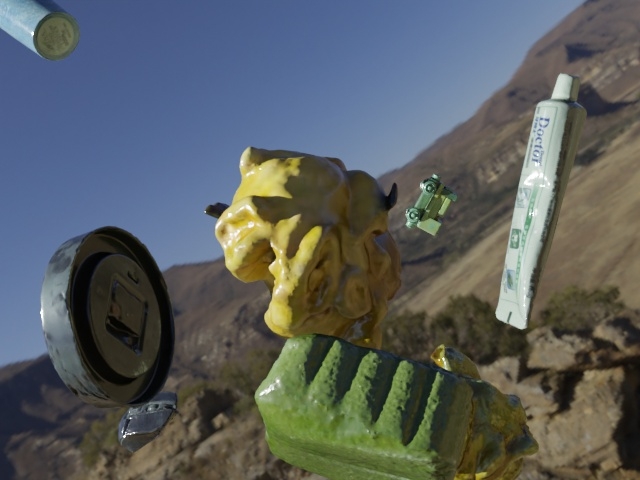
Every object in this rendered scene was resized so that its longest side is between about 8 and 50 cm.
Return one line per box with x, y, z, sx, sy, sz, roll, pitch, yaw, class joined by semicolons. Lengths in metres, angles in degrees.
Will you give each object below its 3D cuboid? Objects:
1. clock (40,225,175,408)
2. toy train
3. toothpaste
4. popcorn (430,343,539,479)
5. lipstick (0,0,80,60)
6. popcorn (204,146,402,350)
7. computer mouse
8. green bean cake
-0.314;0.116;1.179;0.055;0.280;0.280;-13;5;17;clock
0.223;-0.071;1.575;0.122;0.081;0.050;-61;-1;13;toy train
0.187;-0.034;0.663;0.064;0.041;0.218;-157;79;-78;toothpaste
0.278;0.396;1.587;0.321;0.290;0.325;-41;-28;-29;popcorn
-0.388;-0.299;0.951;0.068;0.274;0.061;-20;-44;-40;lipstick
0.000;0.000;1.110;0.281;0.316;0.297;-29;46;30;popcorn
-0.371;0.375;1.639;0.192;0.062;0.106;-34;26;34;computer mouse
0.050;0.217;0.952;0.222;0.248;0.125;90;-162;-58;green bean cake
